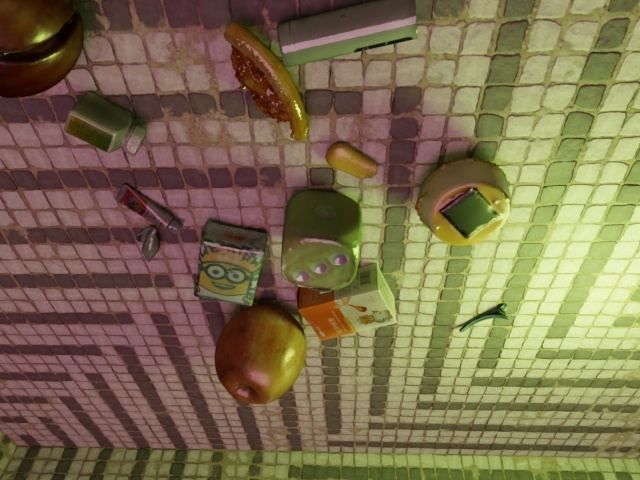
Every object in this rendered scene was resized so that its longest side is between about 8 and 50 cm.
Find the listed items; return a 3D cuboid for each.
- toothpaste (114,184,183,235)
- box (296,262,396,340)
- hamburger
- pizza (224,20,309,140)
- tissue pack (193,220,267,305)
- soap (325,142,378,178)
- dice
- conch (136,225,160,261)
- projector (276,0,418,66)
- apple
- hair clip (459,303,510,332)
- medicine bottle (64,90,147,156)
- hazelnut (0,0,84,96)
[{"bbox_3d":[-0.587,-0.101,1.552,0.234,0.057,0.089,36,126,-17],"label":"toothpaste"},{"bbox_3d":[0.102,0.248,1.773,0.340,0.144,0.225,-16,129,19],"label":"box"},{"bbox_3d":[0.438,-0.123,1.391,0.276,0.179,0.294,34,122,-29],"label":"hamburger"},{"bbox_3d":[-0.142,-0.406,1.191,0.182,0.074,0.365,11,150,35],"label":"pizza"},{"bbox_3d":[-0.336,0.090,1.656,0.227,0.128,0.311,11,133,-10],"label":"tissue pack"},{"bbox_3d":[0.097,-0.240,1.395,0.168,0.033,0.089,27,130,-20],"label":"soap"},{"bbox_3d":[0.000,0.000,1.474,0.251,0.255,0.250,6,130,-1],"label":"dice"},{"bbox_3d":[-0.628,0.012,1.654,0.065,0.088,0.180,-18,141,-44],"label":"conch"},{"bbox_3d":[0.066,-0.513,1.098,0.337,0.108,0.108,-8,132,11],"label":"projector"},{"bbox_3d":[-0.251,0.479,1.866,0.390,0.347,0.392,5,135,5],"label":"apple"},{"bbox_3d":[0.683,0.335,1.889,0.039,0.070,0.229,32,134,-28],"label":"hair clip"},{"bbox_3d":[-0.605,-0.324,1.286,0.188,0.132,0.088,27,128,-21],"label":"medicine bottle"},{"bbox_3d":[-0.736,-0.523,0.978,0.409,0.360,0.359,30,128,-33],"label":"hazelnut"}]
